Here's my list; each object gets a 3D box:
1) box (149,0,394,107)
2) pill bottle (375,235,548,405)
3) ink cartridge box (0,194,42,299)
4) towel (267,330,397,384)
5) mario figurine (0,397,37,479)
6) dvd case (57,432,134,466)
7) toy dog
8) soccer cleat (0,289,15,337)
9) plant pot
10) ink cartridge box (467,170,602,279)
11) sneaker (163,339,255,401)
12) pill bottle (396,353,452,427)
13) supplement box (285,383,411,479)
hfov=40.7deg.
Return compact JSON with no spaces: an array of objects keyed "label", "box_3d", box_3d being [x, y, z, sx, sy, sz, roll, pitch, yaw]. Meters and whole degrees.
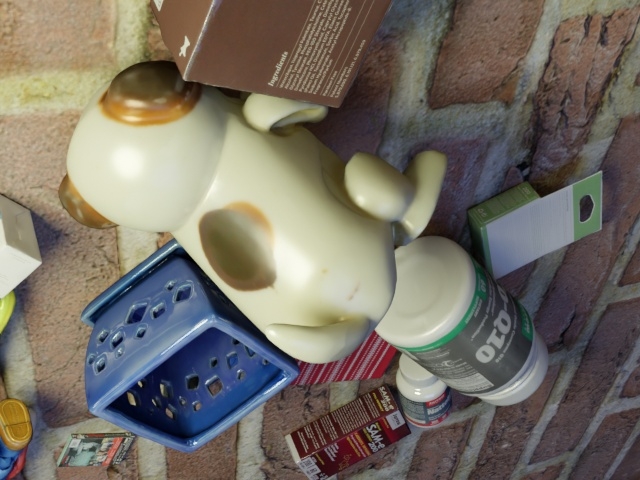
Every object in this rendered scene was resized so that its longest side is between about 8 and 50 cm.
[{"label":"box","box_3d":[-0.056,-0.273,0.963,0.203,0.168,0.167,4,131,-33]},{"label":"pill bottle","box_3d":[0.258,0.157,1.545,0.204,0.204,0.361,-39,135,13]},{"label":"ink cartridge box","box_3d":[-0.451,0.037,1.119,0.180,0.104,0.060,-39,140,13]},{"label":"towel","box_3d":[0.036,0.198,1.615,0.275,0.031,0.199,1,132,-30]},{"label":"mario figurine","box_3d":[-0.567,0.354,1.373,0.198,0.170,0.320,12,136,-25]},{"label":"dvd case","box_3d":[-0.409,0.381,1.574,0.119,0.013,0.087,6,130,-35]},{"label":"toy dog","box_3d":[-0.108,-0.042,1.044,0.408,0.395,0.284,32,133,-10]},{"label":"soccer cleat","box_3d":[-0.505,0.157,1.250,0.289,0.093,0.121,-55,163,23]},{"label":"plant pot","box_3d":[-0.205,0.146,1.287,0.236,0.212,0.236,-37,138,11]},{"label":"ink cartridge box","box_3d":[0.386,-0.036,1.545,0.235,0.056,0.171,-27,140,-4]},{"label":"sneaker","box_3d":[-0.179,0.219,1.490,0.209,0.069,0.082,-40,142,14]},{"label":"pill bottle","box_3d":[0.209,0.293,1.751,0.108,0.108,0.180,-23,140,-6]},{"label":"supplement box","box_3d":[0.061,0.410,1.820,0.239,0.073,0.130,-28,139,-1]}]
